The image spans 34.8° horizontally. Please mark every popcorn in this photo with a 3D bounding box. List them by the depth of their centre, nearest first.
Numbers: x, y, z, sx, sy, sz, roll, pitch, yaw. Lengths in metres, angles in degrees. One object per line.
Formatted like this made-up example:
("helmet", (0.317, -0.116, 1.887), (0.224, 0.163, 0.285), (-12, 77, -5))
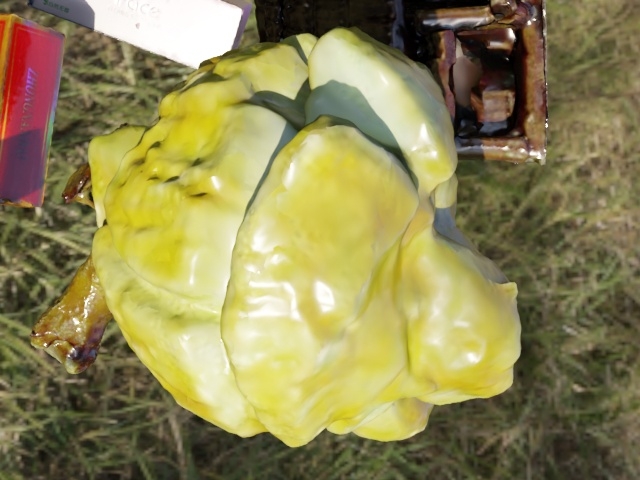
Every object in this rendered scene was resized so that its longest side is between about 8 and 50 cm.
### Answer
("popcorn", (0.000, 0.001, 0.643), (0.276, 0.225, 0.276), (-5, 97, -40))

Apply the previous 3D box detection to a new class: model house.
("model house", (0.069, -0.227, 0.969), (0.297, 0.282, 0.317), (-40, 129, -76))

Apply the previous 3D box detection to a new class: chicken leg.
("chicken leg", (-0.247, -0.010, 1.262), (0.361, 0.140, 0.211), (-51, 133, -6))

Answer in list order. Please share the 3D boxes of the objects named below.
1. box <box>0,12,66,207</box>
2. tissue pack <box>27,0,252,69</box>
("box", (-0.439, -0.152, 1.146), (0.089, 0.313, 0.197), (10, 88, -60))
("tissue pack", (-0.218, -0.295, 1.273), (0.148, 0.246, 0.092), (-89, -161, -74))
